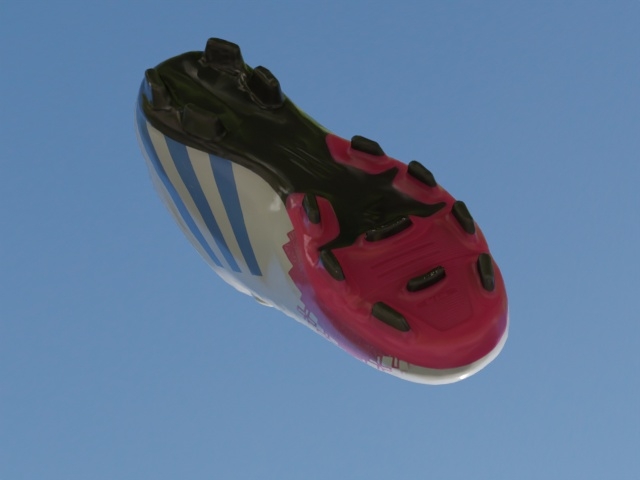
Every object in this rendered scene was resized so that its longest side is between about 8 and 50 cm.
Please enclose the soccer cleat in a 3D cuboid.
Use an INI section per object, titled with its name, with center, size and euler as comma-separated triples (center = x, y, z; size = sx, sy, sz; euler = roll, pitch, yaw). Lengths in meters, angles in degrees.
[soccer cleat]
center = 0.000, 0.000, 1.059
size = 0.331, 0.116, 0.143
euler = 43, -30, 36
